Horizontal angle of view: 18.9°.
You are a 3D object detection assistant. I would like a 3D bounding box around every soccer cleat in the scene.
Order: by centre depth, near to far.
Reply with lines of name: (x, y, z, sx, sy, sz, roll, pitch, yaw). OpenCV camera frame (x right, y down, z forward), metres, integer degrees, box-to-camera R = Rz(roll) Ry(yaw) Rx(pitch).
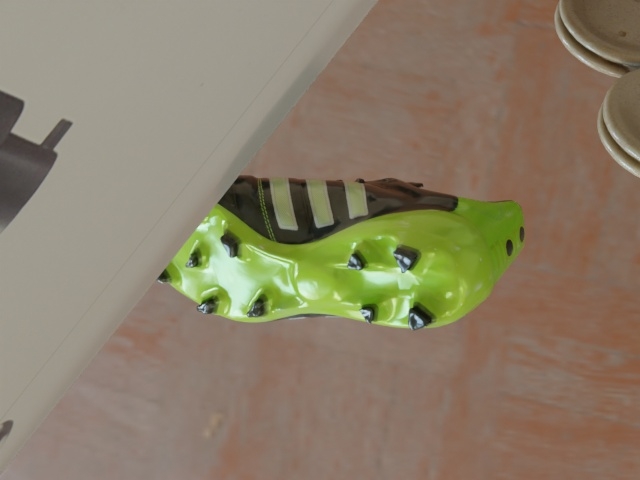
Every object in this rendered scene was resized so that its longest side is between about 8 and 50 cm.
soccer cleat: (0.000, 0.000, 0.781, 0.179, 0.072, 0.060, 9, 118, 37)

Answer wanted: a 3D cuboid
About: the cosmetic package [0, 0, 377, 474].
cosmetic package: (-0.092, -0.053, 0.346, 0.097, 0.284, 0.377, 40, 95, 14)

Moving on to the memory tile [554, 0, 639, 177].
memory tile: (0.131, -0.058, 0.504, 0.012, 0.148, 0.113, 101, 159, -47)
